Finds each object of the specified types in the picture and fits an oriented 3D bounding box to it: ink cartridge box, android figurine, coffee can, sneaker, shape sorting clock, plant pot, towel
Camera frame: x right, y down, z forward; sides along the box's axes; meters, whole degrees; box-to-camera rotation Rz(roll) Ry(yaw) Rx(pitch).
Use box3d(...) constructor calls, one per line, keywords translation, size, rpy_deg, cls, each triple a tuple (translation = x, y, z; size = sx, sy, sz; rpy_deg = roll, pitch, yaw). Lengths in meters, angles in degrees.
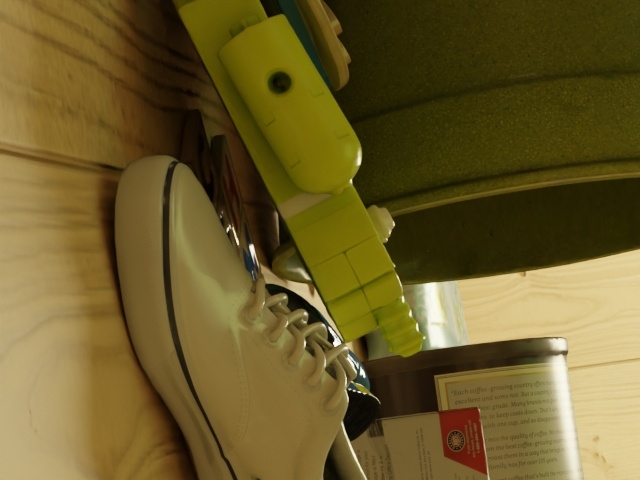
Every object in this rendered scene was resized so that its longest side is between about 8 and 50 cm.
box3d(translation=(0.056, 0.181, 1.375), size=(0.056, 0.135, 0.099), rpy_deg=(68, 15, -72), cls="ink cartridge box")
box3d(translation=(-0.015, -0.054, 1.075), size=(0.273, 0.056, 0.248), rpy_deg=(61, -2, 4), cls="android figurine")
box3d(translation=(0.137, 0.235, 1.668), size=(0.201, 0.201, 0.275), rpy_deg=(37, 45, -79), cls="coffee can")
box3d(translation=(-0.029, 0.064, 0.973), size=(0.094, 0.091, 0.258), rpy_deg=(-77, 152, -54), cls="sneaker")
box3d(translation=(-0.027, 0.062, 1.126), size=(0.082, 0.069, 0.209), rpy_deg=(55, 1, 27), cls="sneaker")
box3d(translation=(-0.041, -0.181, 1.158), size=(0.206, 0.040, 0.206), rpy_deg=(51, -8, 10), cls="shape sorting clock")
box3d(translation=(0.124, -0.174, 1.406), size=(0.366, 0.366, 0.353), rpy_deg=(45, 37, -77), cls="plant pot")
box3d(translation=(0.086, -0.007, 2.027), size=(0.374, 0.090, 0.321), rpy_deg=(48, 31, -77), cls="towel")

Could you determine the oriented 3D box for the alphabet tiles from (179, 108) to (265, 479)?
box3d(translation=(-0.045, 0.105, 1.179), size=(0.285, 0.011, 0.342), rpy_deg=(-88, 167, -54), cls="alphabet tiles")
